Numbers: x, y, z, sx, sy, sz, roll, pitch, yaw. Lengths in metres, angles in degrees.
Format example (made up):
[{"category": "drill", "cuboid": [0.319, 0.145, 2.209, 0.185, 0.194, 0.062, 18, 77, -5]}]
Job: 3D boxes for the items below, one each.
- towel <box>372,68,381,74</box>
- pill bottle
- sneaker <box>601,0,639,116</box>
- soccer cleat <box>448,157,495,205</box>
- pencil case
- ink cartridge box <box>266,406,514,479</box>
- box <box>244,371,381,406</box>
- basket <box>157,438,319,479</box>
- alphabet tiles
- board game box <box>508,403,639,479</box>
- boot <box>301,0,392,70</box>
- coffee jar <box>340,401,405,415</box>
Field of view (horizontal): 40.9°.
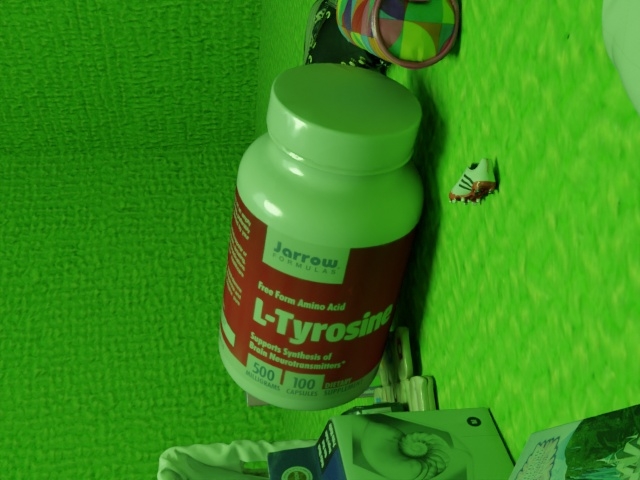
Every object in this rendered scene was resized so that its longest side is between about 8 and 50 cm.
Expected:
[{"category": "towel", "cuboid": [0.060, -0.210, 1.321, 0.237, 0.037, 0.329, 106, 158, -59]}, {"category": "pill bottle", "cuboid": [0.000, 0.000, 1.079, 0.229, 0.229, 0.408, -104, 20, -51]}, {"category": "sneaker", "cuboid": [0.180, -0.144, 0.302, 0.169, 0.108, 0.292, -93, 13, -45]}, {"category": "soccer cleat", "cuboid": [0.146, -0.056, 0.826, 0.083, 0.029, 0.036, 141, 134, -76]}, {"category": "pencil case", "cuboid": [0.079, -0.255, 0.967, 0.236, 0.104, 0.104, -119, 27, -68]}, {"category": "ink cartridge box", "cuboid": [0.073, 0.240, 0.755, 0.223, 0.224, 0.045, -108, 17, -57]}, {"category": "box", "cuboid": [-0.027, 0.157, 1.419, 0.243, 0.213, 0.117, -118, 26, -69]}, {"category": "basket", "cuboid": [-0.059, 0.475, 1.187, 0.266, 0.328, 0.331, 104, 162, -52]}, {"category": "alphabet tiles", "cuboid": [0.115, 0.261, 1.155, 0.284, 0.021, 0.278, 120, 144, -75]}, {"category": "board game box", "cuboid": [0.118, 0.230, 0.418, 0.319, 0.066, 0.318, -57, -4, -20]}, {"category": "boot", "cuboid": [0.035, -0.224, 1.169, 0.178, 0.085, 0.236, -164, 77, -66]}, {"category": "coffee jar", "cuboid": [0.077, 0.304, 1.094, 0.096, 0.079, 0.184, 130, 136, -66]}]
